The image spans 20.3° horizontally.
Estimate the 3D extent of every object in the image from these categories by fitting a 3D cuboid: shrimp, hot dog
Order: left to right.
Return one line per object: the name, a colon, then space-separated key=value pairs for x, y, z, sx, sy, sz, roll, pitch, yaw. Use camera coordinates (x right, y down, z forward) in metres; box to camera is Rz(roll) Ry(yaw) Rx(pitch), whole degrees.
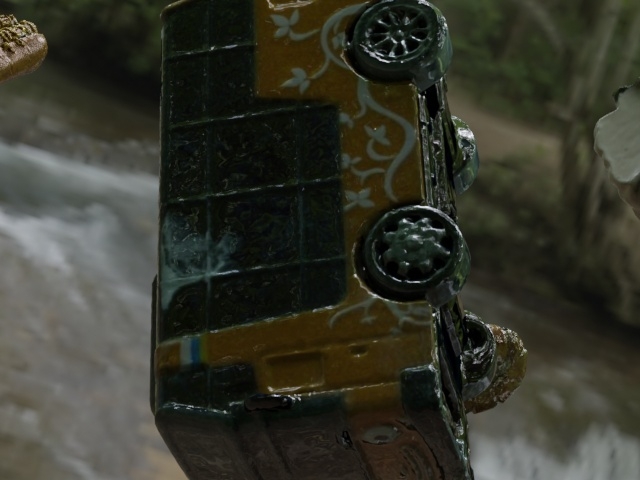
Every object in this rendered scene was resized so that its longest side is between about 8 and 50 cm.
hot dog: x=-0.322 y=-0.173 z=1.692 sx=0.071 sy=0.045 sz=0.165 roll=25 pitch=31 yaw=19
shrimp: x=0.118 y=0.115 z=1.670 sx=0.184 sy=0.091 sz=0.043 roll=15 pitch=9 yaw=-29

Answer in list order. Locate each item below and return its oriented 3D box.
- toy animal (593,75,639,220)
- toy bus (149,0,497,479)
toy animal: x=0.392 y=-0.093 z=1.761 sx=0.156 sy=0.208 sz=0.204 roll=47 pitch=13 yaw=-34
toy bus: x=0.000 y=0.000 z=1.086 sx=0.194 sy=0.323 sz=0.162 roll=-7 pitch=-32 yaw=9
